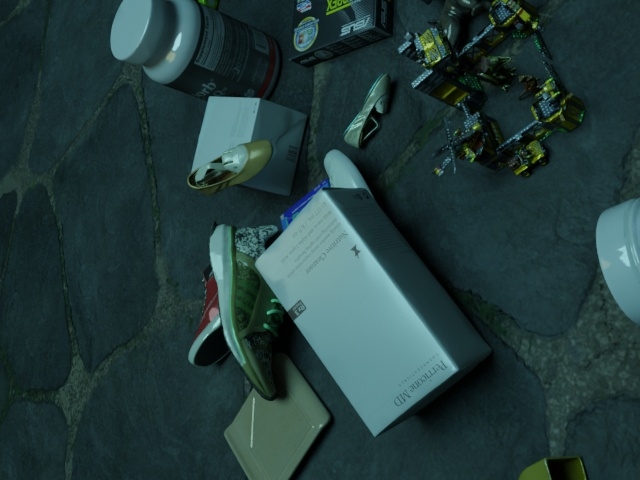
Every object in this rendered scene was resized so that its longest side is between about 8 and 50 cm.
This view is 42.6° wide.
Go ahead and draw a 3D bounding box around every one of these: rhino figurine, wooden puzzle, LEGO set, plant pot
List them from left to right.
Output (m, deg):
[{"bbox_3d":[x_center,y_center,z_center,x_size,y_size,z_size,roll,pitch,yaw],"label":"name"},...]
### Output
[{"bbox_3d":[-0.091,0.392,1.730,0.239,0.044,0.221,-56,45,14],"label":"wooden puzzle"},{"bbox_3d":[0.282,-0.454,1.535,0.243,0.073,0.106,-56,47,23],"label":"rhino figurine"},{"bbox_3d":[0.276,-0.282,1.403,0.255,0.192,0.331,-29,59,39],"label":"LEGO set"},{"bbox_3d":[0.345,0.375,1.234,0.083,0.081,0.081,-38,53,47],"label":"plant pot"}]

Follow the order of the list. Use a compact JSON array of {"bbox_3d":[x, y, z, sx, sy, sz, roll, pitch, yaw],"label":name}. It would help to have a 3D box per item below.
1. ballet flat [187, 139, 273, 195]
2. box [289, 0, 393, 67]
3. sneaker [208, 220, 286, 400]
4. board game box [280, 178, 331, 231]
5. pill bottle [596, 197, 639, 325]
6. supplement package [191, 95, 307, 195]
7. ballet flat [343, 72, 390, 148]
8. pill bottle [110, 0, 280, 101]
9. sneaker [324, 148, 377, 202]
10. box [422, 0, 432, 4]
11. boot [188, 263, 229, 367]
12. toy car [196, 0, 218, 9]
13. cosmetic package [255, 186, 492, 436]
[{"bbox_3d":[-0.198,-0.154,1.748,0.232,0.073,0.080,-27,63,39],"label":"ballet flat"},{"bbox_3d":[0.045,-0.524,1.818,0.270,0.060,0.216,-8,73,46],"label":"box"},{"bbox_3d":[-0.119,0.131,1.742,0.182,0.158,0.410,-15,71,2],"label":"sneaker"},{"bbox_3d":[0.000,0.000,1.731,0.160,0.047,0.210,-38,55,34],"label":"board game box"},{"bbox_3d":[0.563,-0.025,0.994,0.407,0.229,0.229,-24,63,41],"label":"pill bottle"},{"bbox_3d":[-0.165,-0.219,1.892,0.203,0.149,0.194,13,90,48],"label":"supplement package"},{"bbox_3d":[0.110,-0.264,1.694,0.052,0.057,0.168,40,115,16],"label":"ballet flat"},{"bbox_3d":[-0.292,-0.448,1.934,0.210,0.363,0.210,-16,67,44],"label":"pill bottle"},{"bbox_3d":[0.046,-0.062,1.625,0.123,0.106,0.290,-26,54,-2],"label":"sneaker"},{"bbox_3d":[0.220,-0.588,1.603,0.183,0.059,0.233,-50,31,25],"label":"box"},{"bbox_3d":[-0.256,0.164,1.938,0.176,0.088,0.244,40,101,46],"label":"boot"},{"bbox_3d":[-0.405,-0.631,2.237,0.155,0.188,0.149,8,85,48],"label":"toy car"},{"bbox_3d":[0.087,0.117,1.440,0.217,0.156,0.385,-48,68,27],"label":"cosmetic package"}]
